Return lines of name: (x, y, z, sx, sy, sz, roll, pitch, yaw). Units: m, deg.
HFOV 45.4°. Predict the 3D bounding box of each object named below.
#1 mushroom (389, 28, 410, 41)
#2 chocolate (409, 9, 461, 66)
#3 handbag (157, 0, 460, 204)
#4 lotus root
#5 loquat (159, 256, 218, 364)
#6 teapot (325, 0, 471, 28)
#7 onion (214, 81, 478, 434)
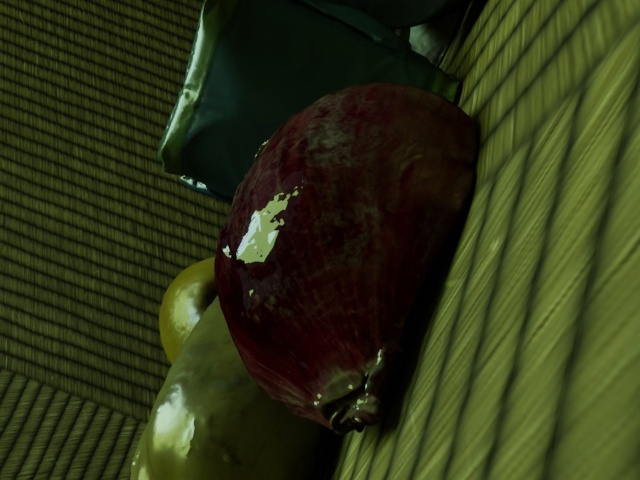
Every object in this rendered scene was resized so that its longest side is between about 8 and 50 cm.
mushroom: (0.095, -0.208, 0.901, 0.060, 0.061, 0.187, -91, 7, -69)
chocolate: (0.123, -0.275, 0.991, 0.254, 0.080, 0.157, 115, 176, -62)
handbag: (-0.010, -0.126, 0.767, 0.263, 0.241, 0.222, -86, 17, -77)
lotus root: (-0.052, 0.122, 0.687, 0.169, 0.151, 0.342, -59, 3, 39)
loquat: (-0.150, 0.153, 1.336, 0.275, 0.275, 0.275, -159, 90, -88)
teapot: (0.117, -0.417, 0.776, 0.300, 0.253, 0.344, -6, 51, 50)
onion: (0.000, 0.000, 0.518, 0.227, 0.120, 0.283, -49, 23, 30)
